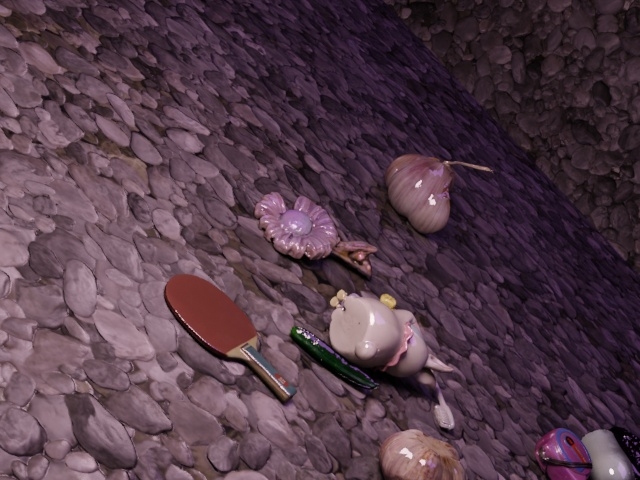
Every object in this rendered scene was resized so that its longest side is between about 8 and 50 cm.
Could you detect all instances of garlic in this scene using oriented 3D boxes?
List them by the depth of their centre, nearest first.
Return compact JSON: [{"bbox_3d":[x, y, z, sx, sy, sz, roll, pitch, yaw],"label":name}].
[{"bbox_3d":[0.160,0.369,1.663,0.147,0.102,0.159,34,10,14],"label":"garlic"},{"bbox_3d":[0.292,-0.123,2.570,0.207,0.256,0.207,167,-90,-86],"label":"garlic"}]

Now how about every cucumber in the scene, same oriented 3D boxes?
[{"bbox_3d":[0.022,0.208,1.801,0.184,0.033,0.036,38,49,-9],"label":"cucumber"}]

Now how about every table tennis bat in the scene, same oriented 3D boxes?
[{"bbox_3d":[-0.141,0.154,1.658,0.274,0.021,0.154,45,24,9],"label":"table tennis bat"}]

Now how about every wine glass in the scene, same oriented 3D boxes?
[{"bbox_3d":[0.607,0.490,2.150,0.093,0.093,0.202,29,27,-27],"label":"wine glass"}]

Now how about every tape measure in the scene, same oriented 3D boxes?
[{"bbox_3d":[0.482,0.439,2.068,0.118,0.074,0.125,55,31,13],"label":"tape measure"}]

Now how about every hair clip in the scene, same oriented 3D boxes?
[{"bbox_3d":[0.006,-0.004,2.082,0.300,0.069,0.173,25,30,-34],"label":"hair clip"}]

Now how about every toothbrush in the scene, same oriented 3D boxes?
[{"bbox_3d":[0.207,0.250,2.021,0.029,0.025,0.307,20,32,-26],"label":"toothbrush"}]

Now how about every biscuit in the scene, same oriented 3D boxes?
[{"bbox_3d":[0.708,0.500,2.334,0.194,0.053,0.195,35,25,-19],"label":"biscuit"}]

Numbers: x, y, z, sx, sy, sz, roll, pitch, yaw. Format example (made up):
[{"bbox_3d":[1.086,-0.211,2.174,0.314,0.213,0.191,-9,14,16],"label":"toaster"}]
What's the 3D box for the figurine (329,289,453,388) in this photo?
[{"bbox_3d":[0.129,0.184,1.902,0.235,0.127,0.155,26,14,-39],"label":"figurine"}]
